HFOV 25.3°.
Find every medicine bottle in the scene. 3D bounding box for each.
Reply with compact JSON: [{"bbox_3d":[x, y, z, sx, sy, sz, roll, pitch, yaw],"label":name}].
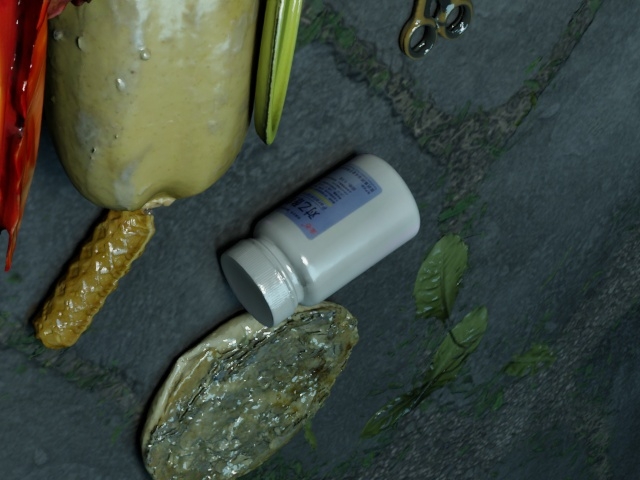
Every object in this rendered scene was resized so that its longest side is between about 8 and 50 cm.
[{"bbox_3d":[0.000,0.000,1.420,0.187,0.103,0.103,-34,144,-18],"label":"medicine bottle"}]

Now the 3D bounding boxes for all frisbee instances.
[{"bbox_3d":[-0.028,-0.193,1.139,0.236,0.017,0.236,10,90,-89],"label":"frisbee"}]

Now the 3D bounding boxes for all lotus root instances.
[{"bbox_3d":[-0.127,-0.171,1.073,0.169,0.151,0.342,-11,131,-23],"label":"lotus root"}]

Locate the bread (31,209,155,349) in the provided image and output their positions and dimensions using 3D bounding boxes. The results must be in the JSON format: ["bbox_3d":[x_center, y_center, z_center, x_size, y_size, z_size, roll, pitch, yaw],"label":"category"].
[{"bbox_3d":[-0.204,0.032,1.281,0.157,0.044,0.052,-54,152,11],"label":"bread"}]

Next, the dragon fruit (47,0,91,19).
[{"bbox_3d":[-0.204,-0.242,0.840,0.299,0.244,0.244,-9,131,-30],"label":"dragon fruit"}]

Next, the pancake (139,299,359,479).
[{"bbox_3d":[-0.075,0.169,1.555,0.282,0.049,0.282,-28,142,-25],"label":"pancake"}]

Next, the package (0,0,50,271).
[{"bbox_3d":[-0.320,-0.141,0.734,0.123,0.424,0.196,-59,167,-47],"label":"package"}]

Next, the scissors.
[{"bbox_3d":[0.107,-0.268,1.346,0.088,0.017,0.220,-30,142,-19],"label":"scissors"}]
